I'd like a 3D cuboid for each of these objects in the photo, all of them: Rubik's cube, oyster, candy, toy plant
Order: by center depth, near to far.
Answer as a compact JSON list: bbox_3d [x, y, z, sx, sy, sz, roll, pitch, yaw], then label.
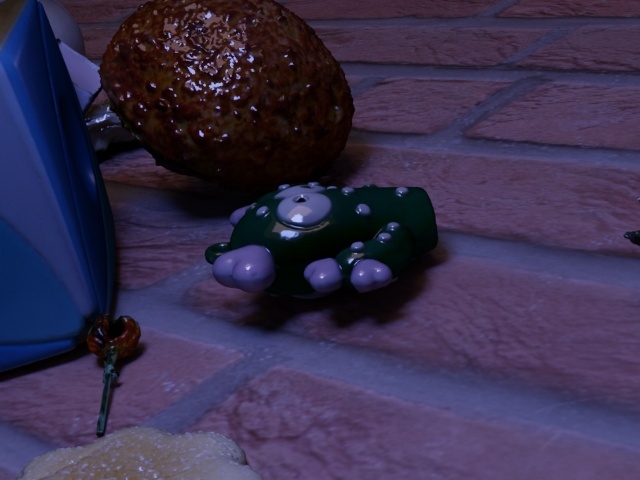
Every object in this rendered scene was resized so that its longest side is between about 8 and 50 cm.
[{"bbox_3d":[-0.207,0.132,1.226,0.055,0.049,0.185,-19,30,7],"label":"candy"},{"bbox_3d":[-0.002,-0.001,1.307,0.243,0.113,0.232,0,21,17],"label":"toy plant"},{"bbox_3d":[-0.434,-0.056,1.386,0.347,0.352,0.352,-15,25,0],"label":"Rubik's cube"},{"bbox_3d":[-0.306,-0.198,1.994,0.201,0.107,0.354,-18,24,53],"label":"oyster"}]

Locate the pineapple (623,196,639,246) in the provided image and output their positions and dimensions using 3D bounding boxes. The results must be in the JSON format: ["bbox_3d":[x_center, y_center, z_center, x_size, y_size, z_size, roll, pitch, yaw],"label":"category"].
[{"bbox_3d":[0.404,0.007,1.054,0.277,0.119,0.130,8,75,45],"label":"pineapple"}]

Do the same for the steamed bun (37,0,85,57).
[{"bbox_3d":[-0.491,-0.241,1.945,0.206,0.324,0.324,28,25,-5],"label":"steamed bun"}]

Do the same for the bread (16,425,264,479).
[{"bbox_3d":[-0.157,0.204,1.016,0.250,0.039,0.182,0,27,33],"label":"bread"}]

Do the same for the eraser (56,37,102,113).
[{"bbox_3d":[-0.392,-0.115,1.633,0.287,0.086,0.130,-52,15,17],"label":"eraser"}]

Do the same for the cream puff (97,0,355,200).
[{"bbox_3d":[-0.114,-0.207,1.602,0.350,0.229,0.350,12,24,-6],"label":"cream puff"}]
